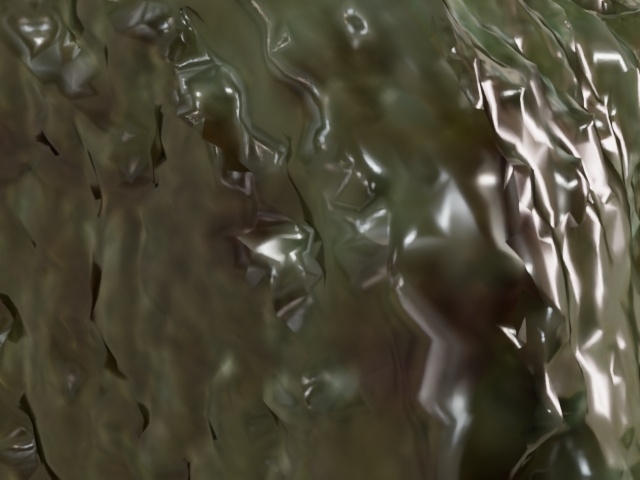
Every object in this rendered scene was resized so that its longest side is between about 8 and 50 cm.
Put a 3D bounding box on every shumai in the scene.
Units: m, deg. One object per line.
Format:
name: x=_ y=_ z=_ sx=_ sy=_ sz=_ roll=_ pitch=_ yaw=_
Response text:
shumai: x=0.000 y=0.000 z=0.619 sx=0.348 sy=0.395 sz=0.395 roll=-18 pitch=51 yaw=-40
